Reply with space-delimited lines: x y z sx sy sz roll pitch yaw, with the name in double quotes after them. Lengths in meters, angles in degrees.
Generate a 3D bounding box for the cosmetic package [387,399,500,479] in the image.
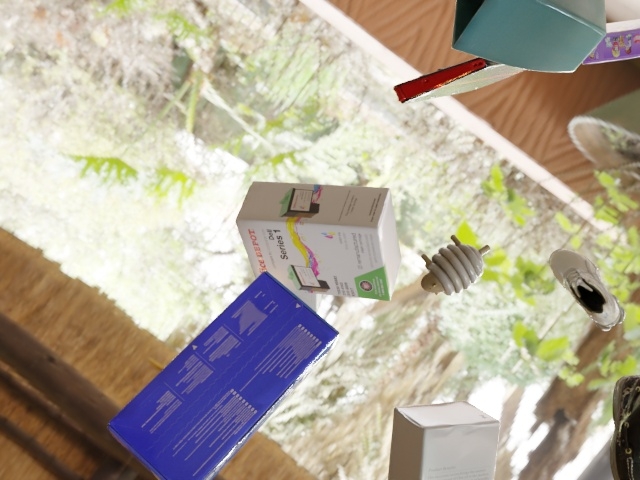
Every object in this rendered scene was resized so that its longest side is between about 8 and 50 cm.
0.301 0.658 2.077 0.230 0.452 0.161 1 -171 -25 "cosmetic package"

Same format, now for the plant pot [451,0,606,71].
0.382 -0.410 1.456 0.234 0.165 0.165 20 -126 -12 "plant pot"

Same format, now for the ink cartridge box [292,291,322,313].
-0.055 0.074 1.974 0.109 0.209 0.062 6 -151 12 "ink cartridge box"

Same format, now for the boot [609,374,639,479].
0.565 0.324 1.331 0.085 0.236 0.178 12 157 -16 "boot"

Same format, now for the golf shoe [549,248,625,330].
0.452 0.072 1.396 0.086 0.069 0.176 28 -158 -50 "golf shoe"

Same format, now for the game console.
0.420 -0.454 2.167 0.387 0.060 0.342 -19 -178 -39 "game console"

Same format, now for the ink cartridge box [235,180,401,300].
0.000 0.000 1.546 0.278 0.117 0.201 4 137 18 "ink cartridge box"

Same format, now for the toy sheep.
0.224 0.043 1.342 0.091 0.132 0.091 55 179 2 "toy sheep"

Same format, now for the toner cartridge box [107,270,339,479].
-0.145 0.224 1.265 0.165 0.348 0.075 40 156 12 "toner cartridge box"

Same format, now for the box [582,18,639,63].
0.660 -0.407 1.599 0.294 0.057 0.201 -5 -162 14 "box"
